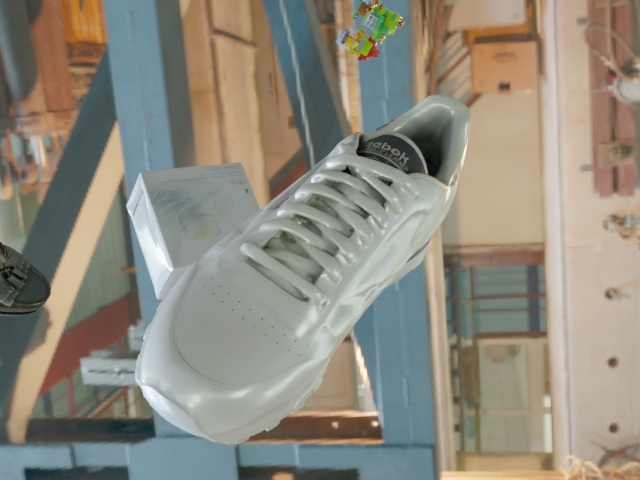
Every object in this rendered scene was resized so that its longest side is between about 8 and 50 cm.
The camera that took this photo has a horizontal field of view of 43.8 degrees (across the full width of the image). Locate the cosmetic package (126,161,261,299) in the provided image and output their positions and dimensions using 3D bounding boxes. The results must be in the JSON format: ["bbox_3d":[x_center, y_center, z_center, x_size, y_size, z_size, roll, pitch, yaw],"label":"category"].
[{"bbox_3d":[-0.241,-0.023,1.602,0.224,0.224,0.138,-10,155,-32],"label":"cosmetic package"}]

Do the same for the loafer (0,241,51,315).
[{"bbox_3d":[-0.484,0.028,1.084,0.268,0.096,0.084,31,143,-33],"label":"loafer"}]

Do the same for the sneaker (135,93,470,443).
[{"bbox_3d":[0.000,0.000,0.392,0.090,0.094,0.235,38,-136,7],"label":"sneaker"}]

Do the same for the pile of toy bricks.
[{"bbox_3d":[0.127,-0.474,1.688,0.105,0.212,0.118,32,-159,7],"label":"pile of toy bricks"}]
